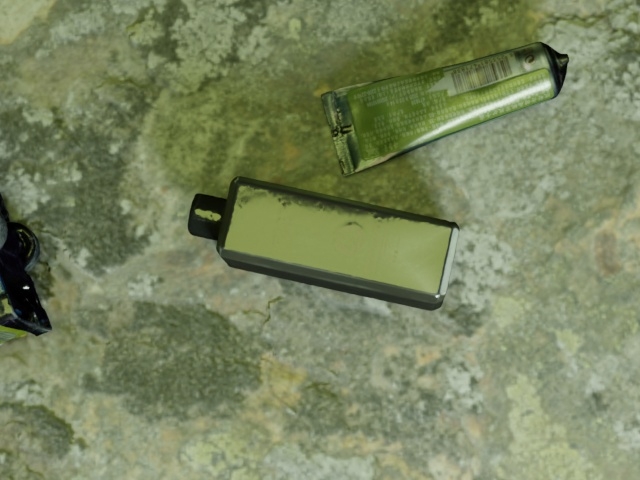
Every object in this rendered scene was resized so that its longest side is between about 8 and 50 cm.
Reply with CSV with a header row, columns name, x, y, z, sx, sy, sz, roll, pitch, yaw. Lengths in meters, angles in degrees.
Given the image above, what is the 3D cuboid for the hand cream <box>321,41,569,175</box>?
name,x,y,z,sx,sy,sz,roll,pitch,yaw
hand cream,0.122,-0.135,1.163,0.235,0.055,0.086,-17,78,8

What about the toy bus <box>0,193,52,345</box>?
name,x,y,z,sx,sy,sz,roll,pitch,yaw
toy bus,-0.373,-0.024,1.121,0.175,0.138,0.287,-22,80,-2

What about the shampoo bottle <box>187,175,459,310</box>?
name,x,y,z,sx,sy,sz,roll,pitch,yaw
shampoo bottle,0.000,0.000,1.126,0.246,0.079,0.080,12,81,5
